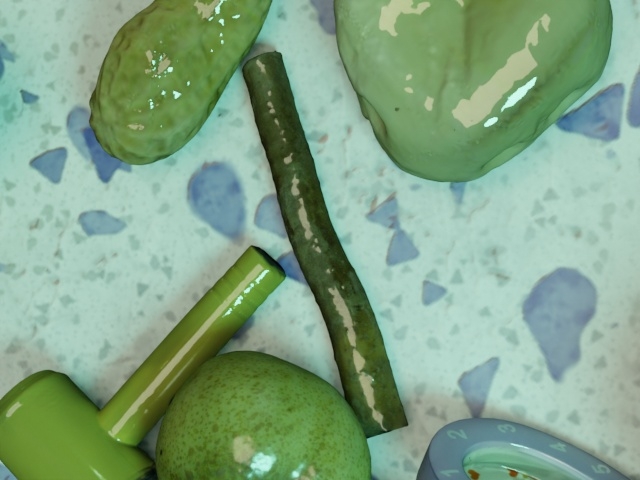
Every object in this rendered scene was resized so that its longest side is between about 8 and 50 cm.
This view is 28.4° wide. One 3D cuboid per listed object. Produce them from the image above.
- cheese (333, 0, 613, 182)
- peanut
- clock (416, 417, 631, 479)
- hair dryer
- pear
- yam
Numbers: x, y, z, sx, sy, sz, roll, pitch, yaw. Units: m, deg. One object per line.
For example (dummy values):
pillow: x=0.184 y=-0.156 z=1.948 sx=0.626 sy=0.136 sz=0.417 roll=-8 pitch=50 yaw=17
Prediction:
cheese: x=0.109 y=-0.164 z=0.976 sx=0.218 sy=0.117 sz=0.235 roll=25 pitch=89 yaw=18
peanut: x=-0.112 y=-0.163 z=1.043 sx=0.095 sy=0.108 sz=0.226 roll=36 pitch=93 yaw=21
clock: x=0.165 y=0.214 z=0.916 sx=0.198 sy=0.172 sz=0.064 roll=-120 pitch=40 yaw=-48
hair dryer: x=-0.143 y=0.109 z=1.048 sx=0.135 sy=0.090 sz=0.279 roll=43 pitch=91 yaw=17
pear: x=-0.046 y=0.169 z=0.965 sx=0.167 sy=0.137 sz=0.167 roll=10 pitch=130 yaw=12
yam: x=0.000 y=0.000 z=1.030 sx=0.045 sy=0.045 sz=0.327 roll=-13 pitch=79 yaw=-27
